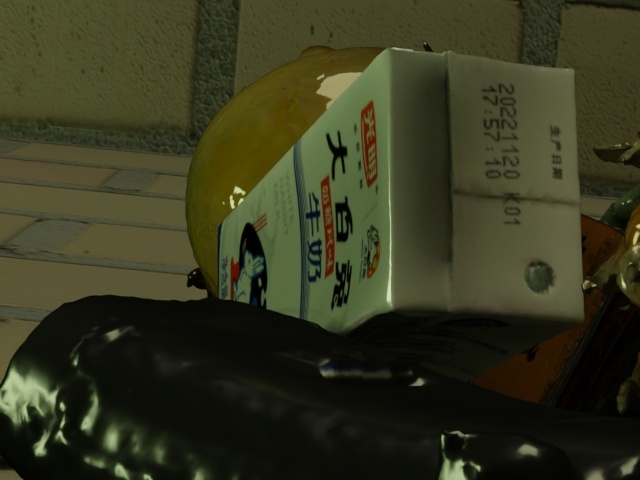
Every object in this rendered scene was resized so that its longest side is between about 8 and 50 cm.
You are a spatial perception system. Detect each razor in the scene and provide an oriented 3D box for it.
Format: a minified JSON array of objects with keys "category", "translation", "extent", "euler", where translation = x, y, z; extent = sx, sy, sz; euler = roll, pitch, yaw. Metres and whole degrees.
[{"category":"razor","translation":[0.021,0.098,0.816],"extent":[0.327,0.107,0.189],"euler":[12,7,43]}]

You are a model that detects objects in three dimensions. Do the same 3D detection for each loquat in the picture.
[{"category":"loquat","translation":[0.016,-0.017,1.371],"extent":[0.243,0.244,0.244],"euler":[6,6,-1]}]

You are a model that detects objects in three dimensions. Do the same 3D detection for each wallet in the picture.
[{"category":"wallet","translation":[0.109,0.050,1.113],"extent":[0.042,0.161,0.195],"euler":[32,-1,-24]}]

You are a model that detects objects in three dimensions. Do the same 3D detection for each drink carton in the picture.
[{"category":"drink carton","translation":[0.033,0.012,1.038],"extent":[0.106,0.131,0.315],"euler":[3,-16,-17]}]

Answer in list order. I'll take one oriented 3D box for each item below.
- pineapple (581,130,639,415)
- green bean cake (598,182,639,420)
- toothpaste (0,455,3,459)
[{"category":"pineapple","translation":[0.196,0.067,0.843],"extent":[0.209,0.344,0.286],"euler":[-7,-31,-43]},{"category":"green bean cake","translation":[0.217,0.036,1.206],"extent":[0.183,0.185,0.094],"euler":[0,44,-49]},{"category":"toothpaste","translation":[-0.128,0.096,1.033],"extent":[0.194,0.043,0.067],"euler":[-3,12,-21]}]
